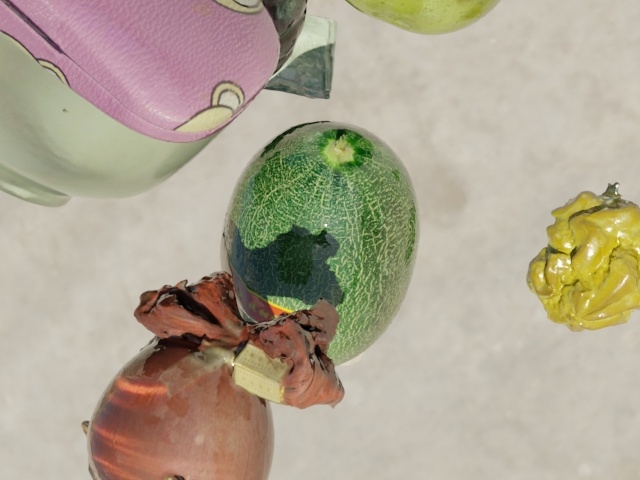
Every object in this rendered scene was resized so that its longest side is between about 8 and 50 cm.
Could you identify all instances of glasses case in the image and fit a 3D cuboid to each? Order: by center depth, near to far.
[{"bbox_3d":[-0.156,-0.177,0.873,0.316,0.123,0.076,42,137,0],"label":"glasses case"}]

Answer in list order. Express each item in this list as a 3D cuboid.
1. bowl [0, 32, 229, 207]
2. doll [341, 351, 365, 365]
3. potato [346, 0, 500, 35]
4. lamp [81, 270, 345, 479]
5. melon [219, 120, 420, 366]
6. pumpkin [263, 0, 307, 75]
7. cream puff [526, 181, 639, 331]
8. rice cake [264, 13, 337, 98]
[{"bbox_3d":[-0.228,-0.121,1.367,0.289,0.289,0.146,42,108,27],"label":"bowl"},{"bbox_3d":[-0.011,0.087,1.938,0.160,0.161,0.059,33,123,17],"label":"doll"},{"bbox_3d":[0.092,-0.310,1.400,0.216,0.216,0.304,51,157,20],"label":"potato"},{"bbox_3d":[-0.096,0.140,1.297,0.215,0.151,0.223,20,113,37],"label":"lamp"},{"bbox_3d":[0.000,0.000,1.491,0.182,0.182,0.288,44,144,25],"label":"melon"},{"bbox_3d":[-0.093,-0.200,1.218,0.194,0.194,0.150,33,81,33],"label":"pumpkin"},{"bbox_3d":[0.287,0.033,1.662,0.121,0.156,0.156,29,124,46],"label":"cream puff"},{"bbox_3d":[-0.092,-0.201,1.620,0.040,0.226,0.085,153,126,-66],"label":"rice cake"}]
